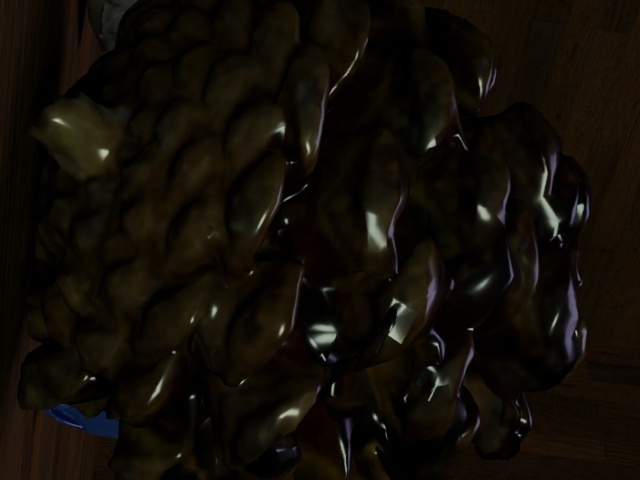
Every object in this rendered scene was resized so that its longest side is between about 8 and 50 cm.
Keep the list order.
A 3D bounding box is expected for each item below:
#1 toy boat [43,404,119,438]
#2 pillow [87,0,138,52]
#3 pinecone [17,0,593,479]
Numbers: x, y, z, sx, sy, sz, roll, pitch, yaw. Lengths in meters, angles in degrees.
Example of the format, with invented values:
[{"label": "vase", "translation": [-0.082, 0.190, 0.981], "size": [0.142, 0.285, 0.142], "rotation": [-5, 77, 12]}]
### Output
[{"label": "toy boat", "translation": [-0.112, -0.012, 0.959], "size": [0.295, 0.088, 0.129], "rotation": [-90, -169, -57]}, {"label": "pillow", "translation": [-0.043, -0.250, 0.694], "size": [0.274, 0.076, 0.281], "rotation": [-64, -177, -16]}, {"label": "pinecone", "translation": [-0.002, 0.005, 0.623], "size": [0.243, 0.257, 0.243], "rotation": [-155, -90, -85]}]
